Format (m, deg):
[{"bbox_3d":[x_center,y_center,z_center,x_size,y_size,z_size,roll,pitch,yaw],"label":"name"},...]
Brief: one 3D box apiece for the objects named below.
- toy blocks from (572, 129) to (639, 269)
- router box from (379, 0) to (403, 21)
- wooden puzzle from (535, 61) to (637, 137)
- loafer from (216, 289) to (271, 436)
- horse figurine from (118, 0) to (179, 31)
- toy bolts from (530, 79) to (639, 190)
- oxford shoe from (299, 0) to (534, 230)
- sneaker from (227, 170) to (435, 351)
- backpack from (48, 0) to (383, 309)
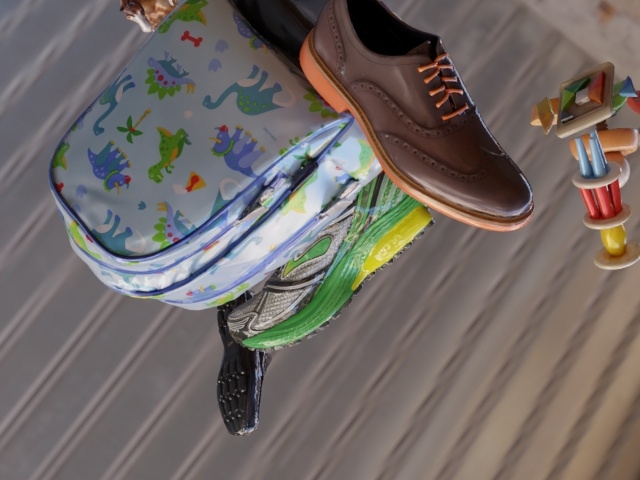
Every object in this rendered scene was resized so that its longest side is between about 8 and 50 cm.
[{"bbox_3d":[0.329,-0.057,1.705,0.123,0.148,0.054,-21,-155,-4],"label":"toy blocks"},{"bbox_3d":[-0.035,-0.202,2.243,0.309,0.081,0.243,3,-121,56],"label":"router box"},{"bbox_3d":[0.269,-0.145,1.665,0.116,0.014,0.078,-29,-141,30],"label":"wooden puzzle"},{"bbox_3d":[-0.103,0.176,2.344,0.076,0.078,0.223,-25,-122,42],"label":"loafer"},{"bbox_3d":[-0.198,-0.354,2.201,0.066,0.174,0.263,-10,-129,35],"label":"horse figurine"},{"bbox_3d":[0.447,-0.149,2.454,0.229,0.158,0.218,-6,175,-25],"label":"toy bolts"},{"bbox_3d":[0.091,-0.118,1.438,0.097,0.271,0.098,-34,161,-39],"label":"oxford shoe"},{"bbox_3d":[0.000,0.000,1.988,0.343,0.146,0.134,-46,-169,21],"label":"sneaker"},{"bbox_3d":[-0.106,-0.094,1.674,0.355,0.290,0.273,-48,160,23],"label":"backpack"}]
